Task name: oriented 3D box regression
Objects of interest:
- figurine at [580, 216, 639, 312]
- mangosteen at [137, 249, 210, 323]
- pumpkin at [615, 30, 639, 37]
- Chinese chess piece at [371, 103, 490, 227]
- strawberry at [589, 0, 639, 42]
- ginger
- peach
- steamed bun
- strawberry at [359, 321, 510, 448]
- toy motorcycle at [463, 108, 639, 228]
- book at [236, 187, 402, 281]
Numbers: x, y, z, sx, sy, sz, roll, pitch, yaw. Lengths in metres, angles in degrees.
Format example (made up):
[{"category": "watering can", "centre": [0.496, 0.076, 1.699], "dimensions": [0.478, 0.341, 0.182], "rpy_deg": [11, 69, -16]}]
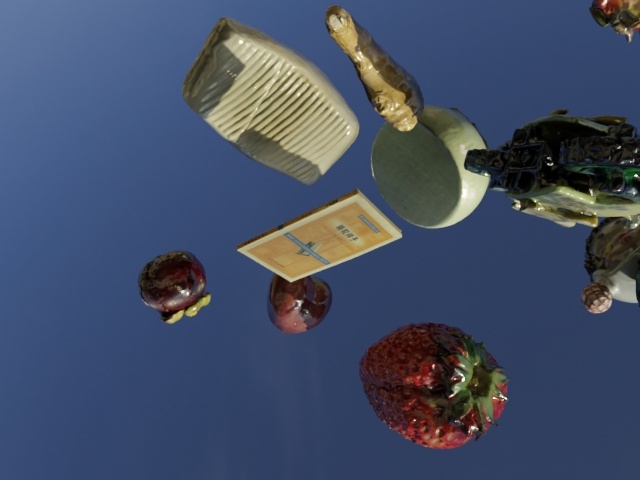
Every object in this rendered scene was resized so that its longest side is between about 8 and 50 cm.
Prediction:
[{"category": "figurine", "centre": [0.615, 0.053, 1.058], "dimensions": [0.281, 0.167, 0.370], "rpy_deg": [-44, -165, 9]}, {"category": "mangosteen", "centre": [-0.356, 0.118, 1.437], "dimensions": [0.166, 0.180, 0.166], "rpy_deg": [-23, -159, 9]}, {"category": "pumpkin", "centre": [0.543, -0.381, 0.861], "dimensions": [0.149, 0.130, 0.254], "rpy_deg": [-26, -142, -10]}, {"category": "Chinese chess piece", "centre": [0.305, -0.208, 1.634], "dimensions": [0.146, 0.349, 0.349], "rpy_deg": [-30, -130, -33]}, {"category": "strawberry", "centre": [0.283, -0.239, 0.477], "dimensions": [0.104, 0.152, 0.048], "rpy_deg": [32, -133, 20]}, {"category": "ginger", "centre": [0.092, -0.297, 1.011], "dimensions": [0.086, 0.294, 0.131], "rpy_deg": [-14, -122, 33]}, {"category": "peach", "centre": [-0.053, 0.135, 1.280], "dimensions": [0.152, 0.152, 0.152], "rpy_deg": [-10, -119, 18]}, {"category": "steamed bun", "centre": [-0.108, -0.323, 1.316], "dimensions": [0.247, 0.383, 0.236], "rpy_deg": [-49, -154, 23]}, {"category": "strawberry", "centre": [0.214, 0.292, 1.187], "dimensions": [0.288, 0.238, 0.250], "rpy_deg": [-27, -108, 45]}, {"category": "toy motorcycle", "centre": [0.390, -0.107, 0.883], "dimensions": [0.236, 0.410, 0.169], "rpy_deg": [14, -87, -13]}, {"category": "book", "centre": [0.000, 0.001, 1.012], "dimensions": [0.241, 0.170, 0.018], "rpy_deg": [-24, -124, 23]}]
